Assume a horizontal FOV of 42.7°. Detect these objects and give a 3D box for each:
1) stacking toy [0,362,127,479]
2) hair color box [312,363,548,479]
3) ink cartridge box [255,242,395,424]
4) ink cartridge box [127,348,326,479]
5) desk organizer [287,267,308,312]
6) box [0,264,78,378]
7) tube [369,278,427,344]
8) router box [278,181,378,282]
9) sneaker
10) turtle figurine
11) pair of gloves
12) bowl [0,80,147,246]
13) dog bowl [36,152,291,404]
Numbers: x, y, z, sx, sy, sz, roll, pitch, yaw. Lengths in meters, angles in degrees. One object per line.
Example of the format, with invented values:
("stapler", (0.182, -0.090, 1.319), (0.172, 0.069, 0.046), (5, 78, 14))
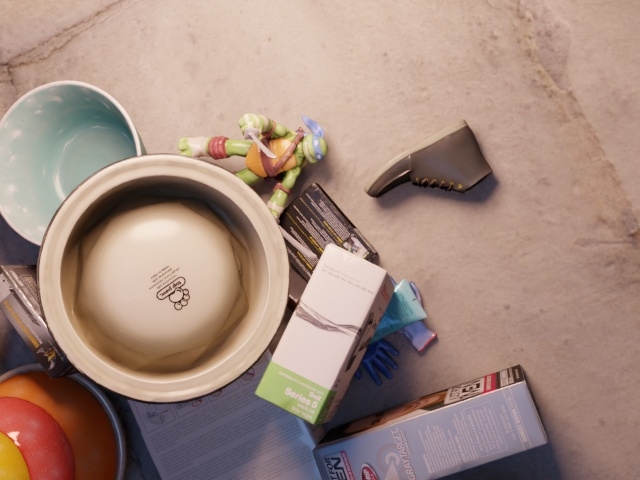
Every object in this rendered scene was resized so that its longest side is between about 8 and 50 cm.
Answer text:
("stacking toy", (-0.587, 0.414, 1.434), (0.350, 0.480, 0.351), (0, 89, 12))
("hair color box", (0.191, 0.337, 1.420), (0.374, 0.185, 0.114), (-21, 85, 11))
("ink cartridge box", (0.016, 0.162, 1.383), (0.114, 0.198, 0.273), (25, 84, 12))
("ink cartridge box", (-0.173, 0.348, 1.547), (0.308, 0.091, 0.385), (-28, 84, 11))
("desk organizer", (-0.074, 0.078, 1.549), (0.047, 0.050, 0.130), (-38, 63, -24))
("box", (-0.518, 0.150, 1.576), (0.056, 0.183, 0.231), (-40, 82, 8))
("tube", (0.087, 0.157, 1.497), (0.207, 0.052, 0.080), (-32, 86, 7))
("router box", (0.000, 0.000, 1.537), (0.133, 0.046, 0.179), (-41, 81, 9))
("sneaker", (0.194, -0.114, 1.479), (0.222, 0.083, 0.118), (-32, 83, 9))
("turtle figurine", (-0.134, -0.124, 1.475), (0.266, 0.198, 0.275), (-5, 56, 26))
("pair of gloves", (0.117, 0.164, 1.522), (0.198, 0.023, 0.159), (-42, 82, 9))
("bowl", (-0.457, -0.136, 1.577), (0.311, 0.163, 0.312), (0, 89, 11))
("dog bowl", (-0.265, 0.065, 1.395), (0.407, 0.150, 0.408), (1, 84, -14))
